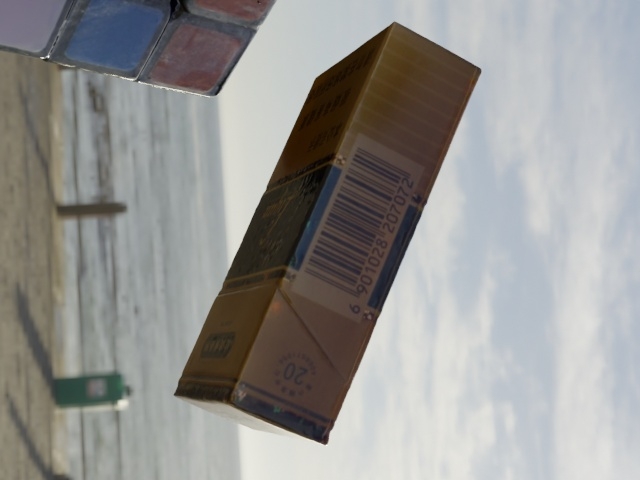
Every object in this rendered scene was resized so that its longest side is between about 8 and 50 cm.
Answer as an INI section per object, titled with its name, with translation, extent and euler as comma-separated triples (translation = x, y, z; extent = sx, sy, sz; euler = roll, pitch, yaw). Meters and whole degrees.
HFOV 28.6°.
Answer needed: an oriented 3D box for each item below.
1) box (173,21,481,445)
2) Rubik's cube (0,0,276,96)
[box]
translation = 0.001, 0.000, 0.759
extent = 0.237, 0.070, 0.152
euler = -65, -166, -12
[Rubik's cube]
translation = -0.227, -0.409, 1.369
extent = 0.362, 0.358, 0.363
euler = -52, -136, 32
